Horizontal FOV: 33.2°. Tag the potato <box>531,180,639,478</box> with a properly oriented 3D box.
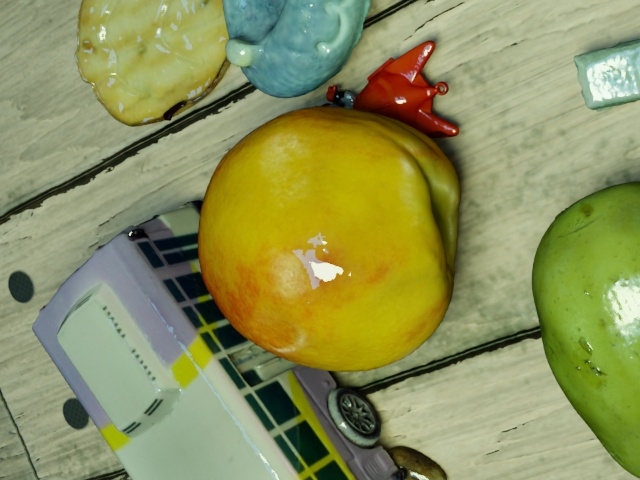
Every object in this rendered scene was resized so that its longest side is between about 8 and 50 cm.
[{"bbox_3d":[0.330,0.089,1.060,0.216,0.216,0.304,-25,101,29],"label":"potato"}]

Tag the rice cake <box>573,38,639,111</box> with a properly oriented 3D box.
[{"bbox_3d":[0.414,-0.192,1.033,0.336,0.063,0.066,-12,95,29],"label":"rice cake"}]

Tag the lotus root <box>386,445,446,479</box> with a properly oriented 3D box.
[{"bbox_3d":[0.114,0.275,1.301,0.083,0.037,0.030,26,108,20],"label":"lotus root"}]

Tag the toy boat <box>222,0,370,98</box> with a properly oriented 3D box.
[{"bbox_3d":[-0.045,-0.314,1.161,0.215,0.123,0.329,37,130,42],"label":"toy boat"}]

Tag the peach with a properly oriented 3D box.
[{"bbox_3d":[-0.002,0.004,1.169,0.308,0.289,0.288,-6,98,23],"label":"peach"}]

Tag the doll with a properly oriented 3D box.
[{"bbox_3d":[0.069,-0.152,1.218,0.169,0.057,0.109,-13,97,28],"label":"doll"}]

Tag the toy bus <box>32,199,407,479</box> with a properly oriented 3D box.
[{"bbox_3d":[-0.135,0.182,1.279,0.209,0.249,0.440,-43,77,27],"label":"toy bus"}]

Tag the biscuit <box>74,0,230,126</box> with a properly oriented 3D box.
[{"bbox_3d":[-0.203,-0.250,1.348,0.260,0.041,0.203,-13,92,28],"label":"biscuit"}]
